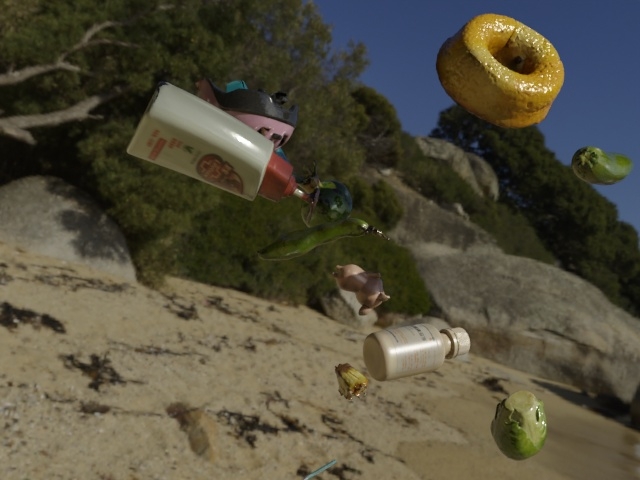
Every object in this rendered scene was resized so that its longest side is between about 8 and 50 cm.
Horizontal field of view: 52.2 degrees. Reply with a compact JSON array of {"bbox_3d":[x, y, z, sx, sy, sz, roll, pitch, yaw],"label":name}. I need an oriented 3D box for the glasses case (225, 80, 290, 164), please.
[{"bbox_3d":[-0.172,-0.308,1.863,0.070,0.117,0.301,-23,-51,12],"label":"glasses case"}]

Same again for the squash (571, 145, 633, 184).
[{"bbox_3d":[0.530,-0.139,1.235,0.069,0.069,0.258,8,7,41],"label":"squash"}]

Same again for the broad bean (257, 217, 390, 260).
[{"bbox_3d":[-0.003,-0.007,1.556,0.325,0.075,0.067,-14,-31,15],"label":"broad bean"}]

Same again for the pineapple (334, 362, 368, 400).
[{"bbox_3d":[0.080,0.419,1.933,0.069,0.116,0.137,-24,-8,-28],"label":"pineapple"}]

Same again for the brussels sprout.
[{"bbox_3d":[0.521,0.485,1.704,0.144,0.161,0.180,22,-34,35],"label":"brussels sprout"}]

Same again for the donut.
[{"bbox_3d":[0.426,-0.406,1.518,0.303,0.303,0.110,13,-32,-9],"label":"donut"}]

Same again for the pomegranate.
[{"bbox_3d":[-0.006,-0.115,1.837,0.220,0.156,0.156,42,-7,-4],"label":"pomegranate"}]

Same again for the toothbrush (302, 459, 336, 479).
[{"bbox_3d":[-0.020,0.490,1.369,0.011,0.014,0.167,-26,-11,38],"label":"toothbrush"}]

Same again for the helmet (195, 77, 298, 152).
[{"bbox_3d":[-0.169,-0.266,1.454,0.253,0.154,0.198,6,-2,40],"label":"helmet"}]

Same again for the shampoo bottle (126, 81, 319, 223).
[{"bbox_3d":[-0.120,-0.107,0.915,0.284,0.071,0.153,27,-28,-16],"label":"shampoo bottle"}]

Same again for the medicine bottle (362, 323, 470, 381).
[{"bbox_3d":[0.229,0.252,1.513,0.252,0.114,0.114,-5,3,-26],"label":"medicine bottle"}]

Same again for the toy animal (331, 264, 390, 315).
[{"bbox_3d":[0.095,0.112,1.580,0.150,0.089,0.083,36,-31,10],"label":"toy animal"}]
